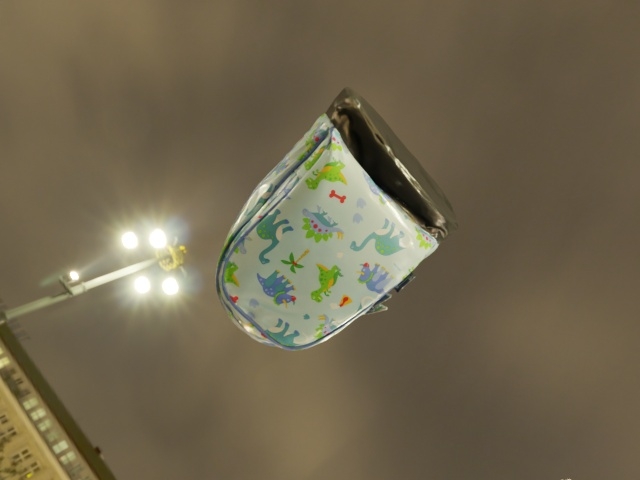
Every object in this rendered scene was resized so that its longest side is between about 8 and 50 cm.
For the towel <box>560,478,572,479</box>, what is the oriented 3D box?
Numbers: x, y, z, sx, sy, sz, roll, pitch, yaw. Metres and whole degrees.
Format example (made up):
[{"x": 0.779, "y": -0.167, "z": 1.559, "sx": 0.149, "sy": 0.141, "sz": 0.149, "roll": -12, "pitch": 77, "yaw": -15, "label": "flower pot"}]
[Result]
[{"x": 0.173, "y": 0.384, "z": 0.608, "sx": 0.049, "sy": 0.282, "sz": 0.187, "roll": 52, "pitch": -45, "yaw": 8, "label": "towel"}]

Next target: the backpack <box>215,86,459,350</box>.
[{"x": 0.000, "y": 0.000, "z": 0.831, "sx": 0.356, "sy": 0.273, "sz": 0.290, "roll": -35, "pitch": -70, "yaw": 20, "label": "backpack"}]
